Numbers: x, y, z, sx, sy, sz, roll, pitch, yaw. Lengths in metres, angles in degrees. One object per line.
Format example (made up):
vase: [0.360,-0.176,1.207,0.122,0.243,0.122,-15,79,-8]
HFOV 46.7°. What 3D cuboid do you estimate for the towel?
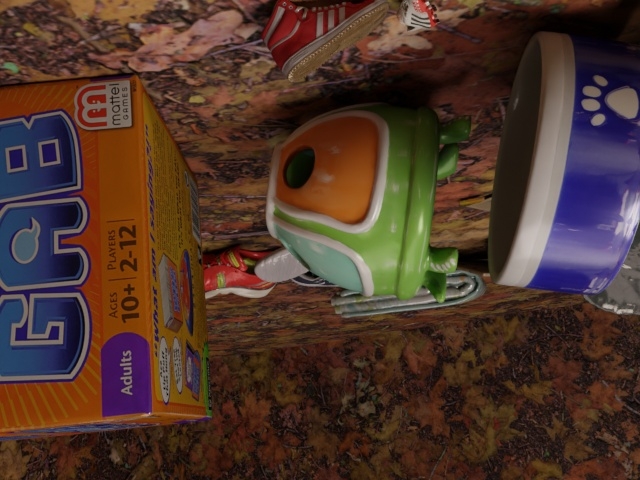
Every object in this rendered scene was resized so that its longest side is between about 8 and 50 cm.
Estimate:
towel: [0.240,0.134,1.942,0.375,0.090,0.320,-8,176,14]

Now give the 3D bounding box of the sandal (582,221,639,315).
sandal: [0.387,-0.077,0.733,0.168,0.107,0.445,6,128,1]

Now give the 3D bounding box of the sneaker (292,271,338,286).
sneaker: [0.061,0.048,1.565,0.282,0.099,0.153,-4,168,5]

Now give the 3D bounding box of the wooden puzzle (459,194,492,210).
wooden puzzle: [0.315,-0.070,1.375,0.079,0.014,0.116,-12,165,39]

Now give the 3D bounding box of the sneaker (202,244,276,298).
sneaker: [-0.207,0.051,1.537,0.279,0.107,0.118,-1,147,-30]

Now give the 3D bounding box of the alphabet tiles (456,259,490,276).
alphabet tiles: [0.484,0.070,1.782,0.343,0.011,0.285,1,-174,-23]

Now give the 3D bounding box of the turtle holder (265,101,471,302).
turtle holder: [0.059,-0.055,0.952,0.228,0.243,0.320,6,-170,5]

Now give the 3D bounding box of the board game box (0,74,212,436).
board game box: [-0.345,0.054,0.902,0.357,0.356,0.356,-6,166,-1]

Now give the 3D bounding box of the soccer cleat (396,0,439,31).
soccer cleat: [0.084,-0.215,0.682,0.036,0.029,0.083,-15,168,19]

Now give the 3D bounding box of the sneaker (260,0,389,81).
sneaker: [0.001,-0.204,0.685,0.118,0.067,0.042,-35,165,-7]

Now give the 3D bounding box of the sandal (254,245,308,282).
sandal: [-0.005,-0.006,1.370,0.265,0.076,0.102,-20,140,10]

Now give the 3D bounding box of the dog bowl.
dog bowl: [0.251,-0.078,0.774,0.104,0.264,0.265,8,167,5]
